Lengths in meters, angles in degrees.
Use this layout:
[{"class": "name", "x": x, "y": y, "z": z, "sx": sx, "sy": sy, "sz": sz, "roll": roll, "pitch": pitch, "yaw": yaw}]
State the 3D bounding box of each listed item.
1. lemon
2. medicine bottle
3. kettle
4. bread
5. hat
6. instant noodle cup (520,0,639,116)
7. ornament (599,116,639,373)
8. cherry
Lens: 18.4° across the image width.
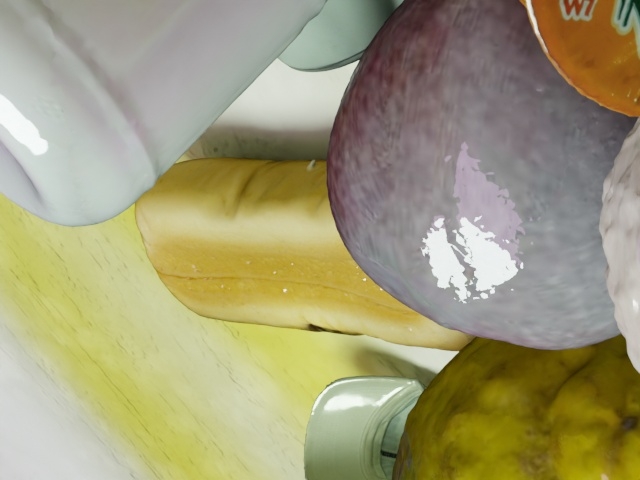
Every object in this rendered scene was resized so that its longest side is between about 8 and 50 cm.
[{"class": "lemon", "x": 0.179, "y": 0.175, "z": 1.269, "sx": 0.285, "sy": 0.285, "sz": 0.316, "roll": 13, "pitch": 161, "yaw": 37}, {"class": "medicine bottle", "x": -0.095, "y": -0.196, "z": 0.962, "sx": 0.256, "sy": 0.325, "sz": 0.256, "roll": 39, "pitch": 167, "yaw": 11}, {"class": "kettle", "x": -0.003, "y": -0.186, "z": 1.166, "sx": 0.148, "sy": 0.127, "sz": 0.098, "roll": 60, "pitch": 176, "yaw": -35}, {"class": "bread", "x": 0.000, "y": 0.000, "z": 1.388, "sx": 0.305, "sy": 0.091, "sz": 0.142, "roll": 5, "pitch": 128, "yaw": 44}, {"class": "hat", "x": 0.067, "y": 0.169, "z": 1.506, "sx": 0.166, "sy": 0.122, "sz": 0.081, "roll": -1, "pitch": 154, "yaw": 10}, {"class": "instant noodle cup", "x": 0.137, "y": -0.189, "z": 0.849, "sx": 0.182, "sy": 0.230, "sz": 0.230, "roll": 46, "pitch": 163, "yaw": 48}, {"class": "ornament", "x": 0.258, "y": -0.002, "z": 0.947, "sx": 0.259, "sy": 0.259, "sz": 0.225, "roll": 0, "pitch": 128, "yaw": 47}, {"class": "cherry", "x": 0.110, "y": -0.041, "z": 1.125, "sx": 0.213, "sy": 0.183, "sz": 0.266, "roll": 14, "pitch": 136, "yaw": 18}]
